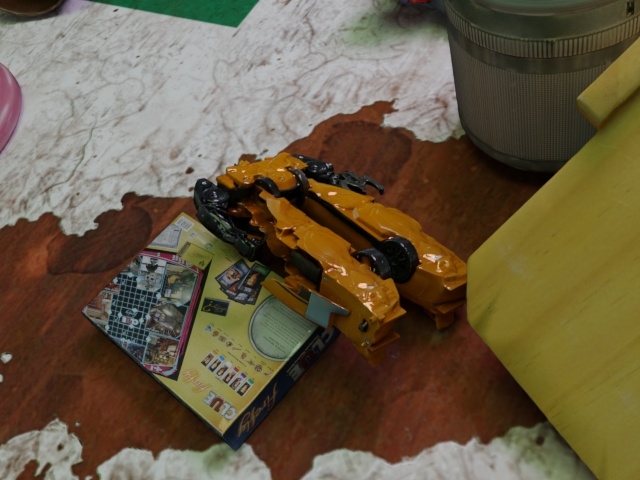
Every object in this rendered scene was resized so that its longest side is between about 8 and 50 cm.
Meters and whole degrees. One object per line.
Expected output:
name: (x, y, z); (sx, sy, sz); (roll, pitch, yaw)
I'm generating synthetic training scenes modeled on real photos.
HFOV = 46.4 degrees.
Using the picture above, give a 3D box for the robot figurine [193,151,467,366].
robot figurine: (0.000, 0.000, 0.770); (0.211, 0.085, 0.291); (-19, 42, -39)

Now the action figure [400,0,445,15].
action figure: (0.158, -0.448, 1.031); (0.330, 0.179, 0.341); (-35, 54, -22)

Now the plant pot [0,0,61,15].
plant pot: (-0.491, -0.540, 1.294); (0.215, 0.216, 0.231); (-4, 40, 14)

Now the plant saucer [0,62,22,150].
plant saucer: (-0.621, -0.179, 1.125); (0.331, 0.084, 0.332); (-9, 52, 12)

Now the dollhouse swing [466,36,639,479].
dollhouse swing: (0.361, 0.023, 0.636); (0.315, 0.305, 0.347); (-17, 60, -43)

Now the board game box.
board game box: (-0.122, 0.085, 0.799); (0.243, 0.042, 0.165); (31, 68, 33)

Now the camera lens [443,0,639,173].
camera lens: (0.241, -0.222, 0.766); (0.219, 0.274, 0.220); (-9, 52, 11)
